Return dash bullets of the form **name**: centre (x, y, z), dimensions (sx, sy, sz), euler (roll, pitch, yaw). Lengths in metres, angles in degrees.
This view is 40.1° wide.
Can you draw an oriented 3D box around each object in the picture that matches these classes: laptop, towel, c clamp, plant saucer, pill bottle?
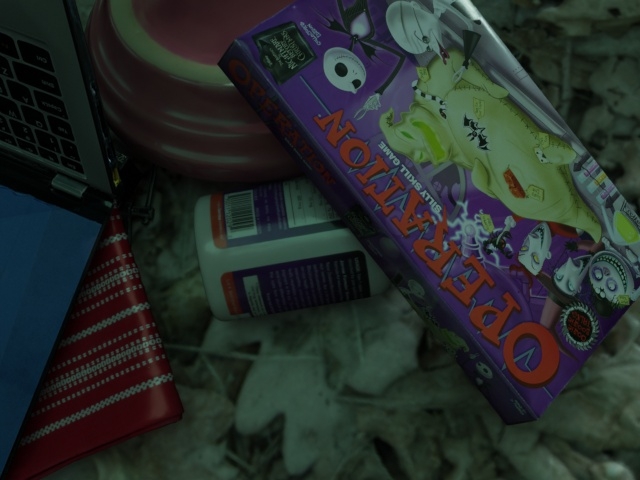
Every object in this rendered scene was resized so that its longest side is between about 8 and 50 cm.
- **laptop**: centre (-0.371, -0.059, 0.629), dimensions (0.382, 0.408, 0.236), euler (22, 55, 14)
- **towel**: centre (-0.239, 0.052, 0.716), dimensions (0.199, 0.031, 0.274), euler (-23, 81, 12)
- **c clamp**: centre (-0.229, -0.014, 0.800), dimensions (0.161, 0.022, 0.137), euler (1, 75, 3)
- **plant saucer**: centre (-0.057, -0.206, 0.790), dimensions (0.332, 0.084, 0.332), euler (-2, 59, 4)
- **pill bottle**: centre (0.000, 0.000, 0.729), dimensions (0.194, 0.108, 0.108), euler (-9, 70, 0)

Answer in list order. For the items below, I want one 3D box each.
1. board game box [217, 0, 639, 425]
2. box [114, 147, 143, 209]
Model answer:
- **board game box**: centre (0.107, -0.057, 0.681), dimensions (0.208, 0.056, 0.347), euler (-41, 94, -25)
- **box**: centre (-0.208, -0.046, 0.768), dimensions (0.062, 0.052, 0.083), euler (31, 79, 11)
